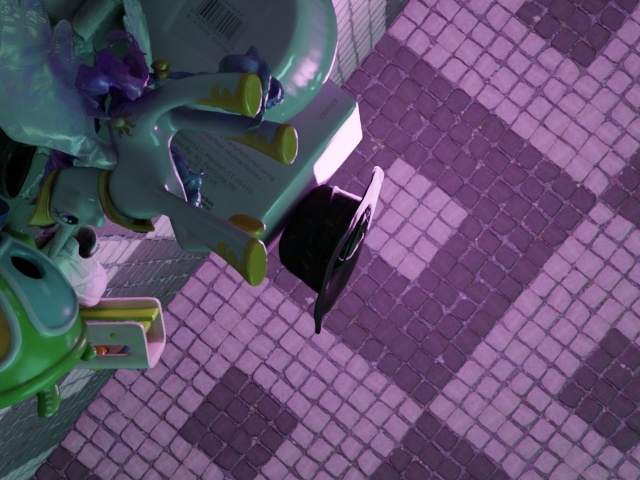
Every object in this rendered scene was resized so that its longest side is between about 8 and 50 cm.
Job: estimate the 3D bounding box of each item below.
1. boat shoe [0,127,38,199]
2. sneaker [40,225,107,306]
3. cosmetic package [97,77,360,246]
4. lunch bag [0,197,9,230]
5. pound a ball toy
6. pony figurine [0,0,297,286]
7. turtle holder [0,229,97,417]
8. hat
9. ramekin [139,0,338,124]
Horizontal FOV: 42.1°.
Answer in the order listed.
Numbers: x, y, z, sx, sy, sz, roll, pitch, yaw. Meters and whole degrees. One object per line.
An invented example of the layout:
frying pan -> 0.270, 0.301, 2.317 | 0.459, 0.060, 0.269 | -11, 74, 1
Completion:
boat shoe -> -0.375, -0.146, 1.052 | 0.224, 0.073, 0.080 | -54, 172, 32
sneaker -> -0.463, 0.048, 1.617 | 0.152, 0.114, 0.305 | -50, 177, 0
cosmetic package -> -0.150, -0.185, 1.465 | 0.327, 0.329, 0.393 | -51, 176, 2
lunch bag -> -0.472, -0.026, 1.121 | 0.065, 0.067, 0.098 | -53, 177, 34
pound a ball toy -> -0.492, 0.219, 1.658 | 0.208, 0.319, 0.136 | -76, 163, -67
pony figurine -> -0.215, -0.129, 0.956 | 0.303, 0.363, 0.351 | -29, 123, -59
turtle holder -> -0.455, 0.101, 1.211 | 0.320, 0.243, 0.228 | -48, 130, -54
hat -> 0.000, 0.000, 1.518 | 0.331, 0.133, 0.331 | 22, 90, -83
ramekin -> -0.125, -0.299, 1.174 | 0.277, 0.277, 0.135 | -52, 168, 9
